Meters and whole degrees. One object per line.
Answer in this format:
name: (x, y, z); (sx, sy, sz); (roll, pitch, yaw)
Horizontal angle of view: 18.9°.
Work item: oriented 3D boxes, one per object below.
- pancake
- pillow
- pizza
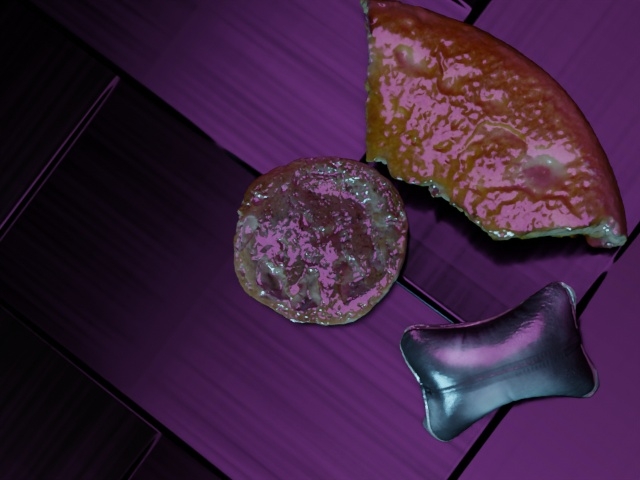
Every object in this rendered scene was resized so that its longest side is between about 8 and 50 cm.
pancake: (0.000, 0.000, 1.467); (0.139, 0.022, 0.140); (-1, 81, 8)
pillow: (0.132, 0.090, 1.415); (0.135, 0.055, 0.091); (-16, 81, 8)
pizza: (0.121, -0.082, 1.444); (0.271, 0.056, 0.134); (33, 86, 11)
